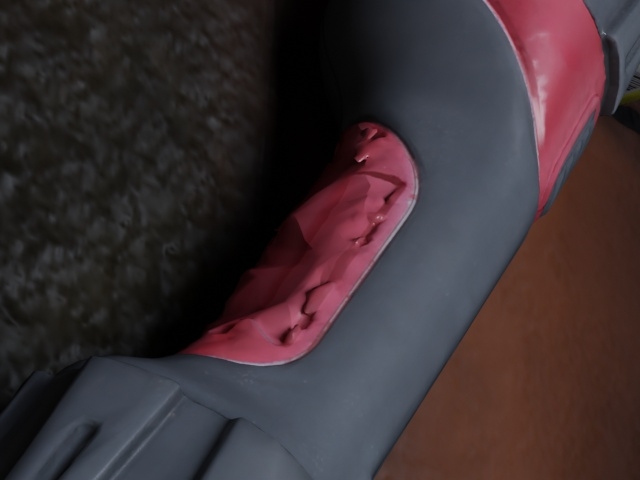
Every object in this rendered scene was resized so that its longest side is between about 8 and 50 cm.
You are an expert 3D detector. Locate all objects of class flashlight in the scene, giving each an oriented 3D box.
[{"bbox_3d":[0.000,0.000,0.503,0.304,0.103,0.103,-51,122,-42],"label":"flashlight"}]

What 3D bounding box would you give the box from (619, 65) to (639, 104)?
[{"bbox_3d":[0.091,-0.172,0.702,0.087,0.058,0.232,10,69,-50],"label":"box"}]
